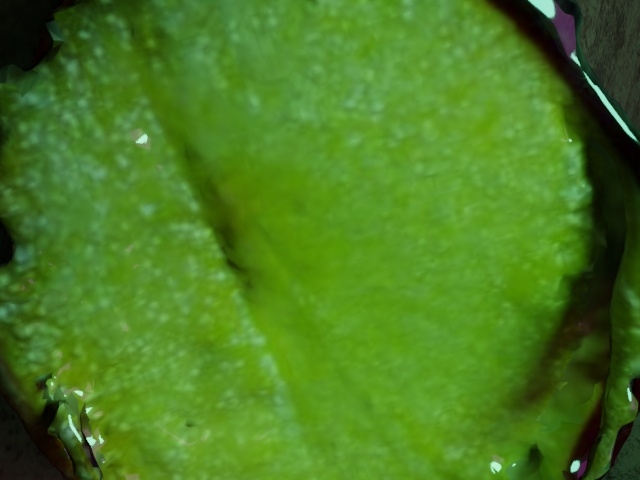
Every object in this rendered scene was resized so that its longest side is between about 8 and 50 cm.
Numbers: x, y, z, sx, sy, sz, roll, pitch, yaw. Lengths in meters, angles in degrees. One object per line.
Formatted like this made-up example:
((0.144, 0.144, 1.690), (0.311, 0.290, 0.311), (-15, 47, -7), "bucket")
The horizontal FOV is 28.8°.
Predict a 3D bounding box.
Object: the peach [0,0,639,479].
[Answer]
((0.000, 0.000, 0.675), (0.417, 0.339, 0.353), (76, -7, -59), "peach")
